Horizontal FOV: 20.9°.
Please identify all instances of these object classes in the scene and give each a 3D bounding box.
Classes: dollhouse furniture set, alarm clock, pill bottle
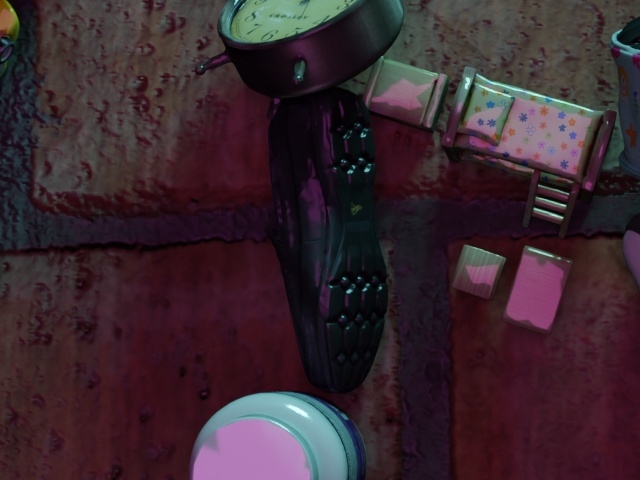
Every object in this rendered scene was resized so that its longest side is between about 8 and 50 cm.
[{"bbox_3d":[0.100,-0.036,1.236,0.182,0.101,0.161,17,88,9],"label":"dollhouse furniture set"},{"bbox_3d":[0.007,-0.169,1.260,0.129,0.064,0.192,12,52,44],"label":"alarm clock"},{"bbox_3d":[-0.030,0.158,1.192,0.108,0.193,0.108,-1,86,8],"label":"pill bottle"}]

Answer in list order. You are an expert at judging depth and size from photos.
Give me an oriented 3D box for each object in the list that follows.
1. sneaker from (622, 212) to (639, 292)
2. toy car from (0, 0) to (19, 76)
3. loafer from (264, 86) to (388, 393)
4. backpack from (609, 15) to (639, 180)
[{"bbox_3d":[0.259,0.122,1.208,0.145,0.090,0.270,-37,84,1],"label":"sneaker"},{"bbox_3d":[-0.309,-0.055,1.320,0.239,0.053,0.225,-21,83,6],"label":"toy car"},{"bbox_3d":[0.000,0.000,1.269,0.078,0.076,0.223,-4,89,43],"label":"loafer"},{"bbox_3d":[0.319,-0.086,1.135,0.253,0.225,0.191,-4,103,-10],"label":"backpack"}]
